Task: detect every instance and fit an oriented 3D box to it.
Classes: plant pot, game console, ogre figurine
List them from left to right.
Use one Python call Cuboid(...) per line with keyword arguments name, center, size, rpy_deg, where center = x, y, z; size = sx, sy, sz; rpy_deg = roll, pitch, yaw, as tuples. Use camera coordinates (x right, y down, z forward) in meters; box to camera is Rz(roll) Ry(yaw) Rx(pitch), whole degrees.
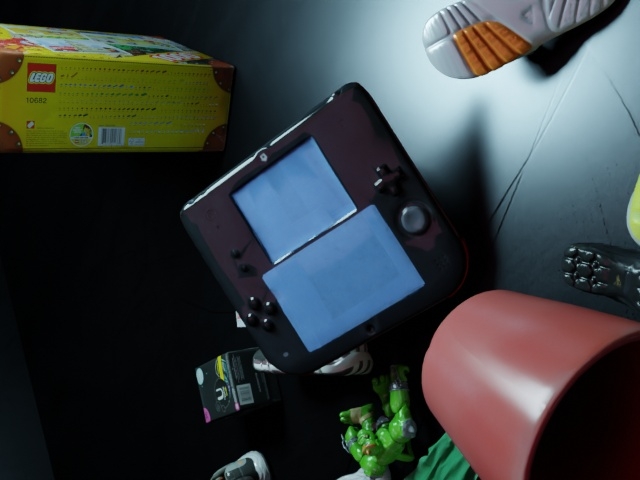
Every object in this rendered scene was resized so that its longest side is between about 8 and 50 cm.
Cuboid(name="game console", center=(0.000, 0.000, 1.225), size=(0.386, 0.060, 0.342), rpy_deg=(-33, 93, 25))
Cuboid(name="ogre figurine", center=(0.101, 0.303, 1.292), size=(0.197, 0.096, 0.118), rpy_deg=(-43, 40, 20))
Cuboid(name="plant pot", center=(0.264, 0.187, 0.935), size=(0.243, 0.274, 0.275), rpy_deg=(34, 120, 58))

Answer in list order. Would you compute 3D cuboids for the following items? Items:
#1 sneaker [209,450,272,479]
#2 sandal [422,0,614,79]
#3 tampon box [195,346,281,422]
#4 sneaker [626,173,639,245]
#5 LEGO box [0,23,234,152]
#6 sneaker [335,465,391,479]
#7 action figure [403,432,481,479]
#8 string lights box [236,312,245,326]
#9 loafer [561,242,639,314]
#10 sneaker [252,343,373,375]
Cuboid(name="sneaker", center=(-0.206, 0.538, 1.719), size=(0.100, 0.108, 0.271), rpy_deg=(62, 139, 26))
Cuboid(name="sandal", center=(0.263, -0.285, 1.033), size=(0.265, 0.076, 0.102), rpy_deg=(-15, 96, 33))
Cuboid(name="tampon box", center=(-0.173, 0.299, 1.652), size=(0.161, 0.101, 0.121), rpy_deg=(-33, 66, 50))
Cuboid(name="sneaker", center=(0.417, -0.131, 0.766), size=(0.145, 0.147, 0.385), rpy_deg=(58, 137, 30))
Cuboid(name="LEGO box", center=(-0.494, -0.326, 1.692), size=(0.372, 0.500, 0.193), rpy_deg=(32, 119, 47))
Cuboid(name="sneaker", center=(0.070, 0.427, 1.374), size=(0.152, 0.053, 0.061), rpy_deg=(-41, 64, 47))
Cuboid(name="action figure", center=(0.201, 0.340, 1.178), size=(0.137, 0.063, 0.232), rpy_deg=(53, 136, 39))
Cuboid(name="string lights box", center=(-0.112, 0.037, 1.563), size=(0.133, 0.076, 0.260), rpy_deg=(-9, 87, 52))
Cuboid(name="loafer", center=(0.375, 0.049, 0.896), size=(0.223, 0.078, 0.076), rpy_deg=(27, 118, 54))
Cuboid(name="sneaker", center=(-0.016, 0.160, 1.441), size=(0.281, 0.106, 0.163), rpy_deg=(-8, 81, 44))
